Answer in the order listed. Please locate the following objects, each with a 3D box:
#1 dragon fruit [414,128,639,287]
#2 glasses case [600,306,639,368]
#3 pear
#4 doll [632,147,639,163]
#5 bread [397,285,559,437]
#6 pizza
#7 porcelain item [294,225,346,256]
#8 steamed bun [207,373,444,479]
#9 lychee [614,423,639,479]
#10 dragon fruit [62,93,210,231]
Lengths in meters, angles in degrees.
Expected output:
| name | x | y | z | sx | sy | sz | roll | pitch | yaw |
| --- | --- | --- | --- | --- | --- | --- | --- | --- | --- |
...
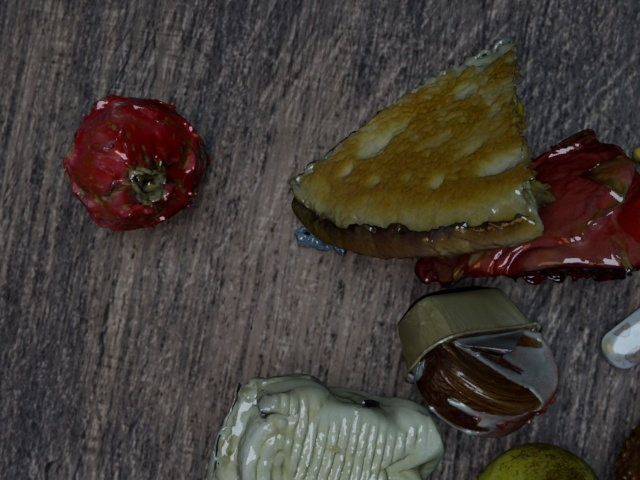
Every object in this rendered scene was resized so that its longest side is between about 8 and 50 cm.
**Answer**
| name | x | y | z | sx | sy | sz | roll | pitch | yaw |
| --- | --- | --- | --- | --- | --- | --- | --- | --- | --- |
| dragon fruit | 0.291 | -0.051 | 1.763 | 0.329 | 0.286 | 0.227 | -2 | 87 | 1 |
| glasses case | 0.482 | 0.123 | 1.856 | 0.164 | 0.041 | 0.063 | -37 | 82 | -1 |
| pear | 0.312 | 0.381 | 1.769 | 0.197 | 0.197 | 0.197 | 0 | 83 | 4 |
| doll | 0.504 | -0.054 | 1.861 | 0.102 | 0.089 | 0.179 | -3 | 59 | 3 |
| bread | 0.228 | 0.166 | 1.780 | 0.224 | 0.142 | 0.212 | -5 | 53 | -37 |
| pizza | 0.128 | -0.091 | 1.811 | 0.392 | 0.435 | 0.080 | -22 | 123 | 19 |
| porcelain item | 0.000 | 0.000 | 1.914 | 0.083 | 0.028 | 0.036 | 19 | 68 | 7 |
| steamed bun | -0.008 | 0.333 | 1.776 | 0.347 | 0.237 | 0.394 | -35 | 107 | -20 |
| lychee | 0.505 | 0.331 | 1.758 | 0.200 | 0.200 | 0.238 | 24 | 98 | 7 |
| dragon fruit | -0.267 | -0.108 | 1.834 | 0.205 | 0.268 | 0.210 | -31 | 112 | -3 |
